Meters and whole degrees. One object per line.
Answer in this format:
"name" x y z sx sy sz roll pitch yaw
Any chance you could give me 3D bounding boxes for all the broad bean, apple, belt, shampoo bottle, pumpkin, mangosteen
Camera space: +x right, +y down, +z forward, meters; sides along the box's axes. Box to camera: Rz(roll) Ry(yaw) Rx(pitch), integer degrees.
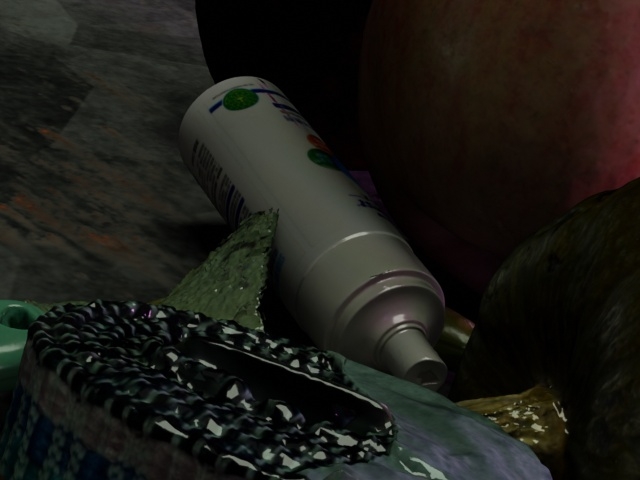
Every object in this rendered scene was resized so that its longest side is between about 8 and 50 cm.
"broad bean" 0.046 0.028 1.190 0.052 0.053 0.256 46 -4 -42
"apple" 0.171 -0.076 1.180 0.344 0.269 0.345 17 -22 7
"belt" -0.025 0.127 0.780 0.257 0.150 0.207 20 13 13
"shampoo bottle" 0.000 0.000 1.142 0.092 0.092 0.303 0 32 -31
"pumpkin" 0.184 0.075 0.933 0.242 0.232 0.325 3 21 -20
"mangosteen" 0.046 -0.186 1.434 0.300 0.300 0.300 12 22 -5

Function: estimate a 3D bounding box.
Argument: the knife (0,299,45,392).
"knife" -0.256 0.076 0.875 0.260 0.035 0.063 -15 42 -34

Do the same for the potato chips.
"potato chips" -0.098 0.046 1.036 0.228 0.059 0.167 -23 28 -35
